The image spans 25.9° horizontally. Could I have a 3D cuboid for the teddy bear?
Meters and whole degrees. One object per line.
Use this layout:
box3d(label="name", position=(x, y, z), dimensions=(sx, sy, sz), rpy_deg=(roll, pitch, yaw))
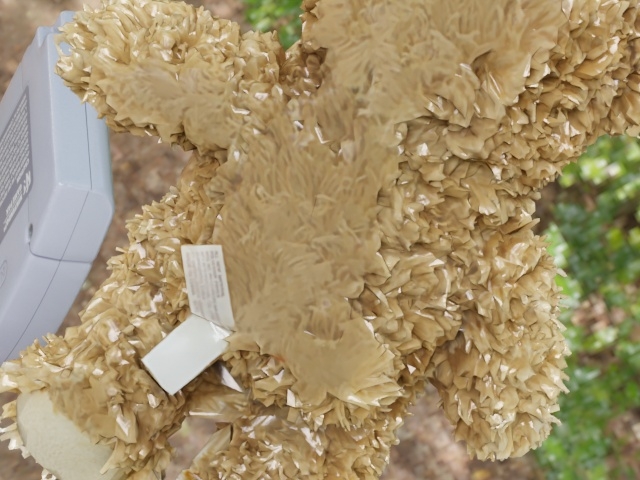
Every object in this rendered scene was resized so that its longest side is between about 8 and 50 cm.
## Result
box3d(label="teddy bear", position=(0.000, 0.000, 0.562), dimensions=(0.245, 0.338, 0.113), rpy_deg=(20, 19, 15))

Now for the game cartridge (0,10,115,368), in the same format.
box3d(label="game cartridge", position=(-0.235, -0.010, 1.083), dimensions=(0.062, 0.297, 0.198), rpy_deg=(6, 53, -30))
